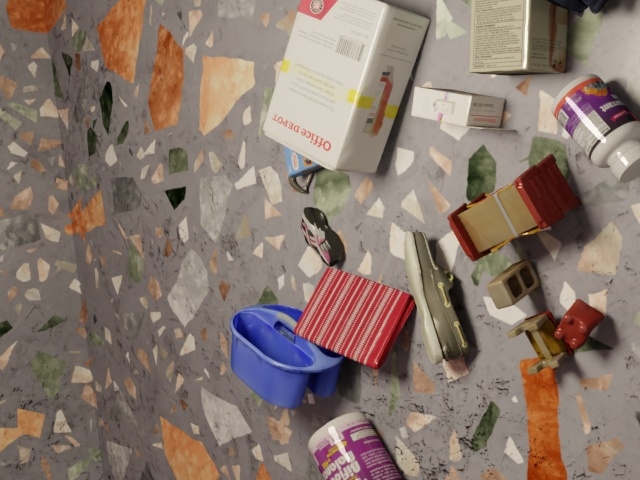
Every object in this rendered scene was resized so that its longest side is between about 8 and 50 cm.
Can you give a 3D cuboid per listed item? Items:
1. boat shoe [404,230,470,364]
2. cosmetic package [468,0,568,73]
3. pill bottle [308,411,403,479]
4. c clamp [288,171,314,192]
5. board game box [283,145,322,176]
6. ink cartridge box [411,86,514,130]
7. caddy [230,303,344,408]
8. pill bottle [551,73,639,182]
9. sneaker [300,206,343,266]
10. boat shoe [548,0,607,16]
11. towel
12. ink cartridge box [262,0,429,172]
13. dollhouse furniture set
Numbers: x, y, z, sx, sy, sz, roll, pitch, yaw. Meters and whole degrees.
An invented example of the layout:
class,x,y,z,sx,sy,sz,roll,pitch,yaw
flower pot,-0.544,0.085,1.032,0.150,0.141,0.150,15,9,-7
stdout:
class,x,y,z,sx,sy,sz,roll,pitch,yaw
boat shoe,0.256,0.120,1.932,0.109,0.091,0.305,95,162,-78
cosmetic package,0.388,-0.474,1.682,0.153,0.129,0.296,12,103,50
pill bottle,0.106,0.585,2.098,0.301,0.169,0.169,58,133,28
c clamp,-0.035,-0.189,2.292,0.137,0.022,0.160,52,129,33
board game box,-0.012,-0.267,2.223,0.211,0.039,0.160,-16,79,41
ink cartridge box,0.303,-0.277,1.813,0.198,0.115,0.067,22,110,45
caddy,-0.090,0.278,2.243,0.341,0.241,0.179,31,121,43
pill bottle,0.519,-0.201,1.573,0.193,0.108,0.108,59,133,27
sneaker,0.000,0.000,2.250,0.178,0.072,0.077,67,149,32
boat shoe,0.497,-0.571,1.565,0.340,0.158,0.127,-62,21,-1
towel,0.079,0.184,2.094,0.275,0.031,0.199,18,73,39
ink cartridge box,0.050,-0.383,2.028,0.279,0.160,0.384,33,111,40
dollhouse furniture set,0.436,0.051,1.701,0.201,0.152,0.374,-29,89,47
